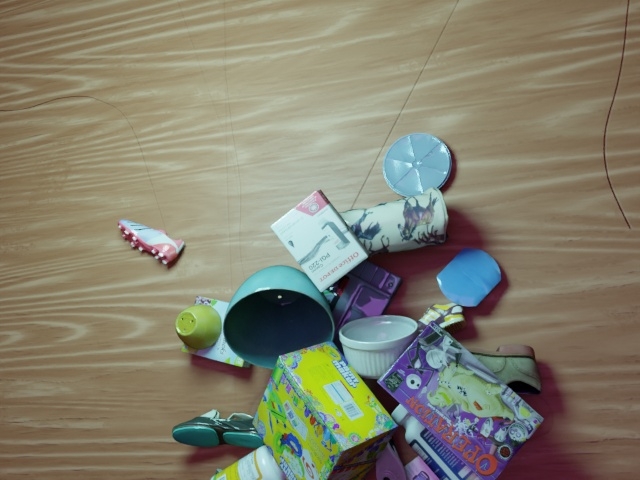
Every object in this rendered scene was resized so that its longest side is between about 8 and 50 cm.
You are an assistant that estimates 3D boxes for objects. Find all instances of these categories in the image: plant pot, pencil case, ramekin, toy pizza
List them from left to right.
[{"bbox_3d":[-0.368,0.246,1.785,0.134,0.095,0.134,-4,75,16],"label":"plant pot"},{"bbox_3d":[-0.109,0.180,1.673,0.290,0.290,0.195,-18,34,12],"label":"plant pot"},{"bbox_3d":[0.146,-0.031,1.709,0.410,0.183,0.160,-12,95,5],"label":"pencil case"},{"bbox_3d":[0.156,0.279,1.608,0.207,0.207,0.109,-3,102,16],"label":"ramekin"},{"bbox_3d":[0.284,-0.219,1.811,0.201,0.032,0.201,-4,75,16],"label":"toy pizza"}]

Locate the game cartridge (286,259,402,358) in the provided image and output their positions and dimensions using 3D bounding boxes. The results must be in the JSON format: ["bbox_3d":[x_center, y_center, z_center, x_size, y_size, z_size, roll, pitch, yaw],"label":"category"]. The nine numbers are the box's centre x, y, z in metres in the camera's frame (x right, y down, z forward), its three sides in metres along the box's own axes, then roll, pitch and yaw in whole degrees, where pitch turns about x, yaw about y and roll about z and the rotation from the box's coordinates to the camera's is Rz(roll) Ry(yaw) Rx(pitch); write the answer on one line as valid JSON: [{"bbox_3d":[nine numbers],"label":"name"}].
[{"bbox_3d":[0.052,0.213,1.766,0.230,0.068,0.355,28,86,16],"label":"game cartridge"}]

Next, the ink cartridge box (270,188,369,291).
[{"bbox_3d":[0.000,0.000,1.589,0.158,0.092,0.218,-38,93,8],"label":"ink cartridge box"}]

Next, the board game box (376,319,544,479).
[{"bbox_3d":[0.332,0.382,1.472,0.347,0.056,0.208,41,86,8],"label":"board game box"}]

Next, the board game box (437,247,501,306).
[{"bbox_3d":[0.409,0.105,1.691,0.168,0.033,0.133,-45,68,-8],"label":"board game box"}]

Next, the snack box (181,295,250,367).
[{"bbox_3d":[-0.293,0.272,1.845,0.207,0.070,0.174,10,80,17],"label":"snack box"}]

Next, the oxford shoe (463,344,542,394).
[{"bbox_3d":[0.387,0.347,1.542,0.348,0.123,0.130,-7,52,-3],"label":"oxford shoe"}]

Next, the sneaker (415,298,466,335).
[{"bbox_3d":[0.304,0.223,1.690,0.185,0.069,0.084,-19,50,16],"label":"sneaker"}]

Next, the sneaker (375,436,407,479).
[{"bbox_3d":[0.180,0.556,1.625,0.079,0.121,0.217,-21,93,18],"label":"sneaker"}]

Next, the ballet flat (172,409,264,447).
[{"bbox_3d":[-0.281,0.543,1.770,0.280,0.096,0.095,3,122,8],"label":"ballet flat"}]

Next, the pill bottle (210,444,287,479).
[{"bbox_3d":[-0.168,0.650,1.685,0.246,0.136,0.136,-33,70,7],"label":"pill bottle"}]

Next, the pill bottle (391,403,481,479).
[{"bbox_3d":[0.314,0.506,1.568,0.153,0.153,0.264,-45,70,3],"label":"pill bottle"}]

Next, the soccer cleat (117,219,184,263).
[{"bbox_3d":[-0.552,-0.011,1.994,0.248,0.083,0.095,28,57,25],"label":"soccer cleat"}]

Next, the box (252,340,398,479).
[{"bbox_3d":[-0.002,0.467,1.558,0.290,0.177,0.279,49,132,33],"label":"box"}]

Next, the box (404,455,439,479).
[{"bbox_3d":[0.250,0.628,1.626,0.136,0.028,0.081,-39,70,7],"label":"box"}]

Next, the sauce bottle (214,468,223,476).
[{"bbox_3d":[-0.310,0.720,1.761,0.042,0.042,0.128,18,84,19],"label":"sauce bottle"}]
